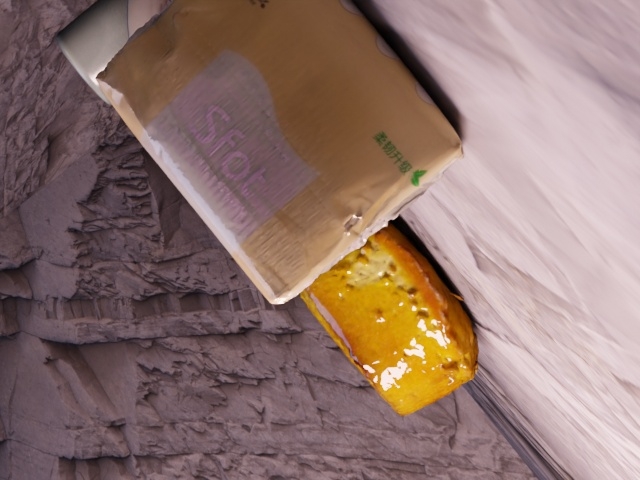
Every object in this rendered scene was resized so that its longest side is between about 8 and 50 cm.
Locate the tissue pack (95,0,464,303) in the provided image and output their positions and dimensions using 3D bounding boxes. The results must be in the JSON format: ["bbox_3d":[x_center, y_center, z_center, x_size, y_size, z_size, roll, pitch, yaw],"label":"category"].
[{"bbox_3d":[-0.031,-0.089,0.535,0.222,0.186,0.090,52,-168,3],"label":"tissue pack"}]

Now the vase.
[{"bbox_3d":[-0.370,-0.427,1.517,0.245,0.291,0.245,51,-179,-1],"label":"vase"}]

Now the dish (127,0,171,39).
[{"bbox_3d":[-0.207,-0.346,1.258,0.273,0.133,0.274,-3,-90,-75],"label":"dish"}]

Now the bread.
[{"bbox_3d":[0.099,0.103,1.195,0.358,0.204,0.337,54,175,14],"label":"bread"}]
